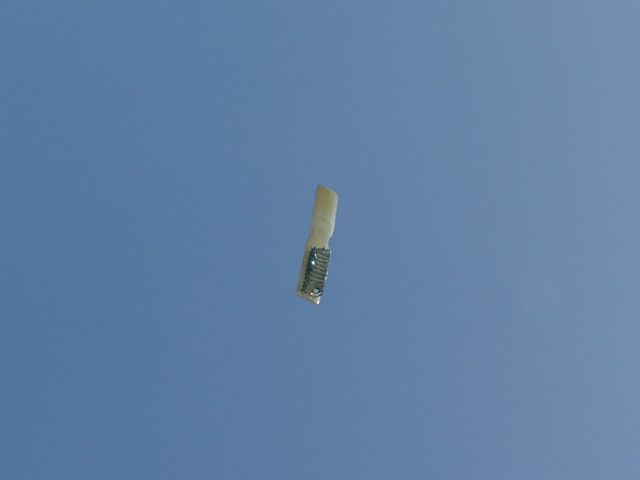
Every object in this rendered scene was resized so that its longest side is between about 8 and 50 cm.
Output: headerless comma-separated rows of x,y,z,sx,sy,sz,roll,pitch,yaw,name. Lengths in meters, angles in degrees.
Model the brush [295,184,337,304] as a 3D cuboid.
0.000,0.000,0.765,0.016,0.013,0.083,27,-130,-21,brush
